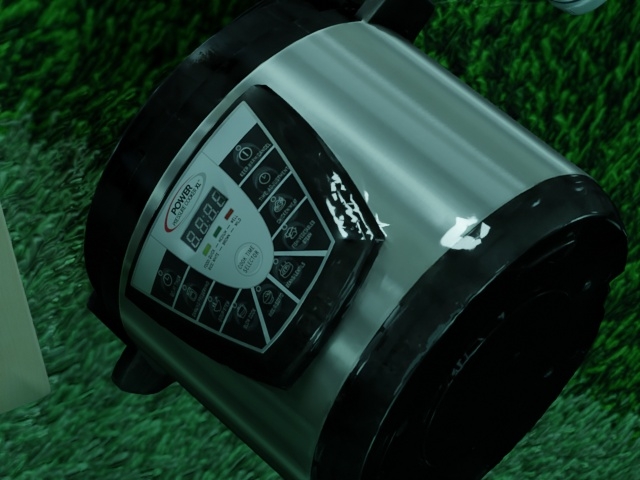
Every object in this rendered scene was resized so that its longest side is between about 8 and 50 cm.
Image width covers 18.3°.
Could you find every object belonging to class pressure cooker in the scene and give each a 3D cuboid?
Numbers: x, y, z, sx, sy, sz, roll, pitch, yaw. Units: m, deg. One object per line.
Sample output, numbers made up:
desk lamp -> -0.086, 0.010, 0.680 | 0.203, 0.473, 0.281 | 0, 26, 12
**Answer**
pressure cooker -> 0.002, 0.002, 1.716 | 0.370, 0.420, 0.375 | -34, 151, -29

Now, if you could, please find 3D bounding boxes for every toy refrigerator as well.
toy refrigerator -> -0.322, 0.027, 1.731 | 0.102, 0.094, 0.269 | -22, 128, -16

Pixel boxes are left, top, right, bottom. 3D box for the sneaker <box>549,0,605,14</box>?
sneaker -> 0.306, -0.330, 1.904 | 0.258, 0.094, 0.091 | -48, 138, 4
